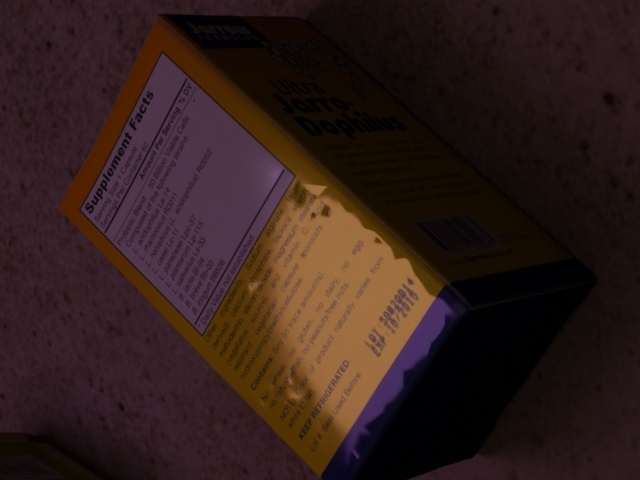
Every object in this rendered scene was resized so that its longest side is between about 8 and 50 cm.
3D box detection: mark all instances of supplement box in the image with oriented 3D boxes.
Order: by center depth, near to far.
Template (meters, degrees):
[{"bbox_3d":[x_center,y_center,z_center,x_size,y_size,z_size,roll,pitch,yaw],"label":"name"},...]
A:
[{"bbox_3d":[0.000,0.000,1.435,0.356,0.195,0.194,44,118,24],"label":"supplement box"}]

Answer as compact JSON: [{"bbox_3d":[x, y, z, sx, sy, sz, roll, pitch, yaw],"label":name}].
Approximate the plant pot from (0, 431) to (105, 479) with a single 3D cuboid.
[{"bbox_3d":[-0.305,0.300,1.677,0.227,0.228,0.207,27,101,34],"label":"plant pot"}]
